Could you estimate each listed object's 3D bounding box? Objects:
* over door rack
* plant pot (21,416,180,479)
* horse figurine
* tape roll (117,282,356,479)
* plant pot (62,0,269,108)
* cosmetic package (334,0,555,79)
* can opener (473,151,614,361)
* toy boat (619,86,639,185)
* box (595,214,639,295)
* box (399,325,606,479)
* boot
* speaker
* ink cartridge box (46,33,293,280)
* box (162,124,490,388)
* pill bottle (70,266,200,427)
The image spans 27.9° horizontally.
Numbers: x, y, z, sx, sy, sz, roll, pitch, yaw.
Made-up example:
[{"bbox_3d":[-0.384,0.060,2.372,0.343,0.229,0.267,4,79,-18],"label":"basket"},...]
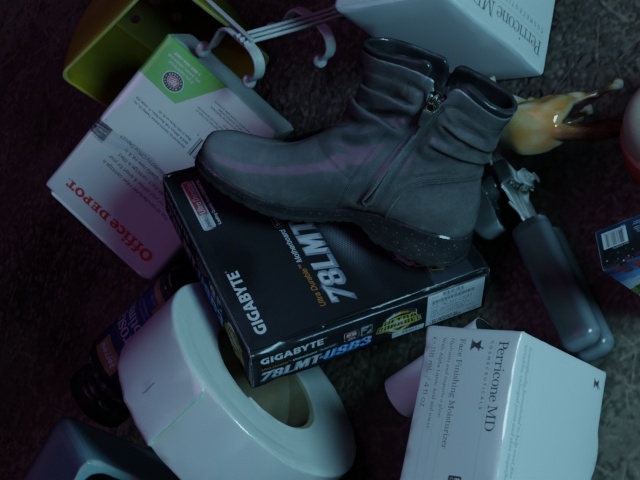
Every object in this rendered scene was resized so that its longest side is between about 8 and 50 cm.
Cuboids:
[{"bbox_3d":[-0.078,-0.338,1.701,0.324,0.239,0.108,53,146,26],"label":"over door rack"},{"bbox_3d":[-0.272,0.358,1.594,0.247,0.247,0.252,-59,29,4],"label":"plant pot"},{"bbox_3d":[0.224,-0.136,1.431,0.263,0.174,0.066,11,120,41],"label":"horse figurine"},{"bbox_3d":[-0.093,0.184,1.475,0.100,0.286,0.286,-43,50,18],"label":"tape roll"},{"bbox_3d":[-0.230,-0.301,1.867,0.212,0.212,0.187,-40,38,21],"label":"plant pot"},{"bbox_3d":[0.181,-0.441,1.546,0.161,0.230,0.454,0,73,40],"label":"cosmetic package"},{"bbox_3d":[0.232,0.014,1.416,0.093,0.074,0.280,-38,53,19],"label":"can opener"},{"bbox_3d":[0.401,-0.101,1.280,0.231,0.151,0.151,-34,36,-32],"label":"toy boat"},{"bbox_3d":[0.402,-0.004,1.219,0.233,0.159,0.044,-24,56,31],"label":"box"},{"bbox_3d":[0.187,0.195,1.302,0.119,0.182,0.181,-1,71,41],"label":"box"},{"bbox_3d":[0.035,-0.125,1.407,0.338,0.118,0.223,16,122,9],"label":"boot"},{"bbox_3d":[0.140,0.144,1.451,0.136,0.055,0.055,-37,52,23],"label":"speaker"},{"bbox_3d":[-0.204,-0.114,1.748,0.198,0.115,0.273,43,104,1],"label":"ink cartridge box"},{"bbox_3d":[0.000,0.000,1.503,0.293,0.073,0.296,-16,50,-16],"label":"box"},{"bbox_3d":[-0.228,0.148,1.716,0.219,0.122,0.123,-43,50,18],"label":"pill bottle"}]
